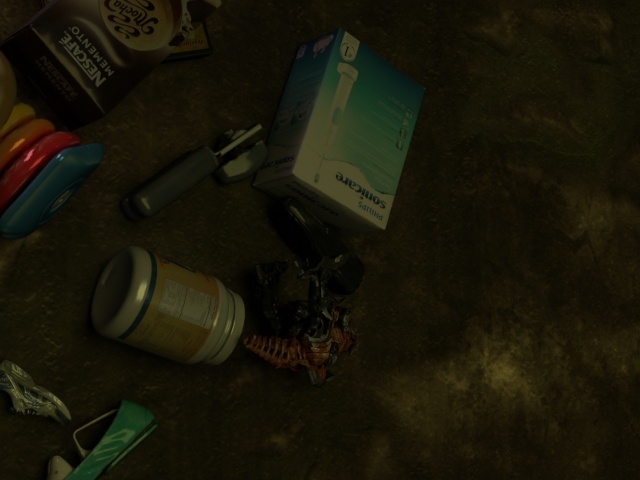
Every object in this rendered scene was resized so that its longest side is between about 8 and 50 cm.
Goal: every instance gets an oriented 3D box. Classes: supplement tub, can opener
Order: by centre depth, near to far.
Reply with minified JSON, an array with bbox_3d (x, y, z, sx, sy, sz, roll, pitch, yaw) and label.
[{"bbox_3d":[-0.230,0.105,1.709,0.200,0.144,0.144,24,68,-33],"label":"supplement tub"},{"bbox_3d":[-0.189,-0.101,1.820,0.283,0.076,0.095,-41,106,-34],"label":"can opener"}]

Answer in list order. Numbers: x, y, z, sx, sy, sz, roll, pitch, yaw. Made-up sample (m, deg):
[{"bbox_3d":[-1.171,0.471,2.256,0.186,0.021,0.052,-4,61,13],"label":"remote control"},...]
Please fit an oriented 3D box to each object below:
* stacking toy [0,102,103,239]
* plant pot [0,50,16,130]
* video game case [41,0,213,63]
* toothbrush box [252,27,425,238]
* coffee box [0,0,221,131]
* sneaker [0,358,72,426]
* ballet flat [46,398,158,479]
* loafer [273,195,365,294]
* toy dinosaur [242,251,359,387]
[{"bbox_3d":[-0.472,-0.160,1.577,0.302,0.175,0.166,44,101,-1],"label":"stacking toy"},{"bbox_3d":[-0.530,-0.204,1.506,0.236,0.032,0.236,2,60,-4],"label":"plant pot"},{"bbox_3d":[-0.320,-0.399,1.796,0.275,0.035,0.248,-17,92,-39],"label":"video game case"},{"bbox_3d":[0.037,-0.183,1.974,0.216,0.126,0.295,29,65,-31],"label":"toothbrush box"},{"bbox_3d":[-0.310,-0.324,1.691,0.168,0.119,0.297,51,56,-21],"label":"coffee box"},{"bbox_3d":[-0.418,0.230,1.611,0.135,0.052,0.058,42,69,-16],"label":"sneaker"},{"bbox_3d":[-0.344,0.326,1.637,0.087,0.083,0.247,40,57,3],"label":"ballet flat"},{"bbox_3d":[0.000,0.000,1.950,0.223,0.076,0.078,50,58,-27],"label":"loafer"},{"bbox_3d":[-0.021,0.137,1.834,0.322,0.164,0.218,-11,95,-83],"label":"toy dinosaur"}]
